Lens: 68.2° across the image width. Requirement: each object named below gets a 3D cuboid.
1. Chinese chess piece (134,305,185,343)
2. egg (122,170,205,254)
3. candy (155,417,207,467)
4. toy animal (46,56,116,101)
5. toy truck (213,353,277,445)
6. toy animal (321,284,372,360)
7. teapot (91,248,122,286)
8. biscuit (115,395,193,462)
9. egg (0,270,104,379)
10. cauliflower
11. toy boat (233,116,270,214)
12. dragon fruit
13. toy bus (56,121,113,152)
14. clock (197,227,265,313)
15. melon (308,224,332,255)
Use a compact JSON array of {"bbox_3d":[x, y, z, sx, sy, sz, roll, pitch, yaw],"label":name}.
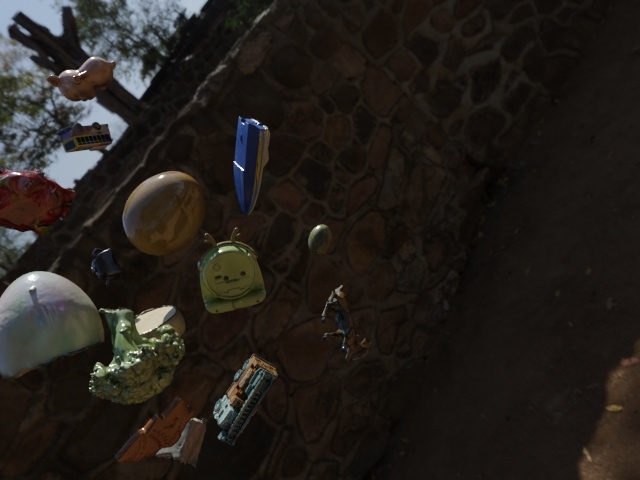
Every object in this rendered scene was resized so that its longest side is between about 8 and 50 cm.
[{"bbox_3d":[-0.659,0.352,1.855,0.250,0.102,0.249,-16,16,5],"label":"Chinese chess piece"},{"bbox_3d":[-0.636,-0.112,1.938,0.373,0.301,0.301,-55,17,10],"label":"egg"},{"bbox_3d":[-0.605,0.856,2.048,0.185,0.137,0.195,2,59,21],"label":"candy"},{"bbox_3d":[-0.536,-0.370,1.084,0.150,0.089,0.083,-31,-30,-14],"label":"toy animal"},{"bbox_3d":[-0.307,0.646,1.896,0.338,0.133,0.184,-56,18,-4],"label":"toy truck"},{"bbox_3d":[0.083,0.258,1.404,0.087,0.243,0.260,-3,0,22],"label":"toy animal"},{"bbox_3d":[-0.909,0.112,1.983,0.096,0.177,0.087,-21,-17,-40],"label":"teapot"},{"bbox_3d":[-0.592,0.708,1.716,0.306,0.043,0.283,-25,-37,-45],"label":"biscuit"},{"bbox_3d":[-1.006,0.281,1.712,0.355,0.339,0.354,-21,-2,-1],"label":"egg"},{"bbox_3d":[-0.542,0.344,1.421,0.327,0.261,0.280,155,116,-74],"label":"cauliflower"},{"bbox_3d":[-0.210,-0.213,1.422,0.129,0.088,0.294,43,130,51],"label":"toy boat"},{"bbox_3d":[-0.830,-0.108,1.294,0.270,0.198,0.200,-6,-4,20],"label":"dragon fruit"},{"bbox_3d":[-0.511,-0.225,1.037,0.052,0.058,0.102,-12,10,27],"label":"toy bus"},{"bbox_3d":[-0.341,0.110,1.765,0.235,0.307,0.096,-13,21,-12],"label":"clock"},{"bbox_3d":[0.000,0.000,1.889,0.098,0.098,0.130,-100,16,-67],"label":"melon"}]
